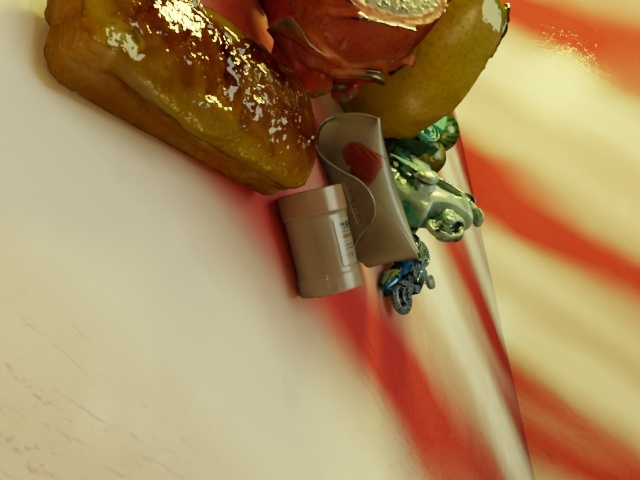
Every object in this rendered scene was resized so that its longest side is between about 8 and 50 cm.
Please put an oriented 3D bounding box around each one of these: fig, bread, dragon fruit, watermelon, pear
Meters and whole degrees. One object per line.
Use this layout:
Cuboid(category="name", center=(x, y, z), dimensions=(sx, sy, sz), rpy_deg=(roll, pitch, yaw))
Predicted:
Cuboid(category="fig", center=(0.266, -0.279, 1.639), dimensions=(0.236, 0.124, 0.124), rpy_deg=(43, 37, -26))
Cuboid(category="bread", center=(-0.122, -0.182, 0.621), dimensions=(0.380, 0.109, 0.185), rpy_deg=(25, 56, -61))
Cuboid(category="dragon fruit", center=(0.024, -0.359, 0.873), dimensions=(0.305, 0.226, 0.306), rpy_deg=(12, 61, -22))
Cuboid(category="watermelon", center=(0.405, -0.378, 1.978), dimensions=(0.187, 0.140, 0.141), rpy_deg=(-13, 90, -57))
Cuboid(category="pear", center=(0.150, -0.386, 1.099), dimensions=(0.191, 0.386, 0.341), rpy_deg=(19, 51, -29))

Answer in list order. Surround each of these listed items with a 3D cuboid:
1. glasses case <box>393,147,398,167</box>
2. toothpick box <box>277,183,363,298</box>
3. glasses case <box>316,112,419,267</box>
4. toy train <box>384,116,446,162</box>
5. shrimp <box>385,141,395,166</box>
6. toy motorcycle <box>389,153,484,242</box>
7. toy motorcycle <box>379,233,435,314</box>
Cuboid(category="glasses case", center=(0.209, -0.235, 1.529), dimensions=(0.074, 0.049, 0.194), rpy_deg=(36, 45, -57))
Cuboid(category="toothpick box", center=(0.000, 0.000, 0.828), dimensions=(0.098, 0.098, 0.149), rpy_deg=(-22, 100, -68))
Cuboid(category="glasses case", center=(0.086, -0.081, 1.047), dimensions=(0.083, 0.128, 0.308), rpy_deg=(-36, 114, -40))
Cuboid(category="toy train", center=(0.202, -0.288, 1.366), dimensions=(0.203, 0.112, 0.163), rpy_deg=(31, 51, -15))
Cuboid(category="shrimp", center=(0.202, -0.233, 1.443), dimensions=(0.152, 0.046, 0.219), rpy_deg=(34, 49, -23))
Cuboid(category="toy motorcycle", center=(0.239, -0.091, 1.271), dimensions=(0.206, 0.260, 0.154), rpy_deg=(-22, 140, -45))
Cuboid(category="toy motorcycle", center=(0.195, 0.057, 1.292), dimensions=(0.136, 0.092, 0.254), rpy_deg=(59, 37, -20))
